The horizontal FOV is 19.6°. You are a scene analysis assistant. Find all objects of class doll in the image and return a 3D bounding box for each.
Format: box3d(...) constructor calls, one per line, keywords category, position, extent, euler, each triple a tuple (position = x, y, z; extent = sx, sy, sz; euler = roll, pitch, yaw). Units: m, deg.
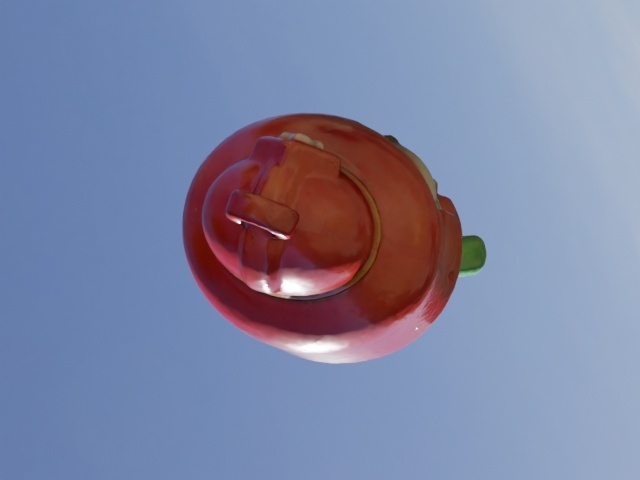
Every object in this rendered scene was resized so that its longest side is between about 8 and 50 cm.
box3d(category="doll", position=(0.000, -0.001, 1.239), extent=(0.182, 0.160, 0.363), euler=(18, 178, 14))
